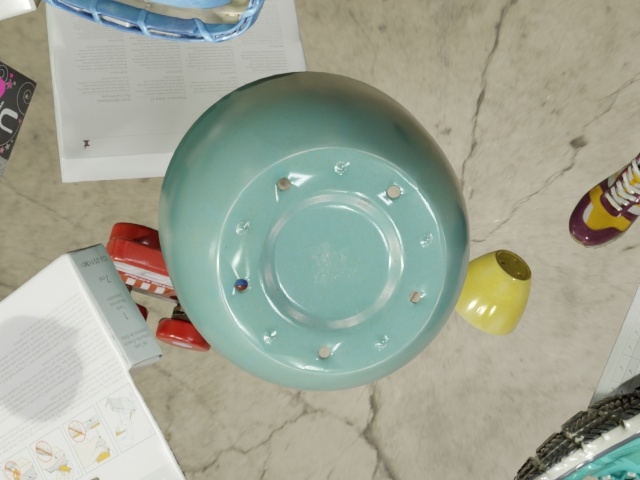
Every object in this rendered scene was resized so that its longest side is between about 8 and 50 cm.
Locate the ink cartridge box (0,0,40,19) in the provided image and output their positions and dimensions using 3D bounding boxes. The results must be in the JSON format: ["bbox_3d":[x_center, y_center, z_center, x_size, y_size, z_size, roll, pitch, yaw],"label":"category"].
[{"bbox_3d":[-0.369,-0.280,1.197,0.180,0.104,0.060,-16,117,1],"label":"ink cartridge box"}]

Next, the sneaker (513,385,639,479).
[{"bbox_3d":[0.316,0.196,1.012,0.275,0.107,0.109,-23,90,7],"label":"sneaker"}]

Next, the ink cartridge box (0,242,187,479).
[{"bbox_3d":[-0.260,0.171,1.058,0.275,0.060,0.238,-33,84,29],"label":"ink cartridge box"}]

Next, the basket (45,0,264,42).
[{"bbox_3d":[-0.132,-0.236,0.739,0.255,0.289,0.201,19,119,11],"label":"basket"}]

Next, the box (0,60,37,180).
[{"bbox_3d":[-0.574,-0.167,1.666,0.163,0.142,0.247,15,84,24],"label":"box"}]

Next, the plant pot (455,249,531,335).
[{"bbox_3d":[0.282,0.070,1.723,0.134,0.134,0.095,37,125,5],"label":"plant pot"}]

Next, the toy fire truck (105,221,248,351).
[{"bbox_3d":[-0.235,0.074,1.794,0.302,0.254,0.169,21,75,-23],"label":"toy fire truck"}]

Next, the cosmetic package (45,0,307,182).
[{"bbox_3d":[-0.210,-0.243,1.627,0.378,0.097,0.284,-4,69,-14],"label":"cosmetic package"}]

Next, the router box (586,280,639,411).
[{"bbox_3d":[0.469,0.126,1.127,0.301,0.082,0.335,22,78,22],"label":"router box"}]

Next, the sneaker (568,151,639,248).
[{"bbox_3d":[0.364,-0.066,1.251,0.185,0.084,0.069,-38,68,-8],"label":"sneaker"}]

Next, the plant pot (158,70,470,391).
[{"bbox_3d":[0.000,0.000,0.947,0.293,0.235,0.292,-1,99,-6],"label":"plant pot"}]
